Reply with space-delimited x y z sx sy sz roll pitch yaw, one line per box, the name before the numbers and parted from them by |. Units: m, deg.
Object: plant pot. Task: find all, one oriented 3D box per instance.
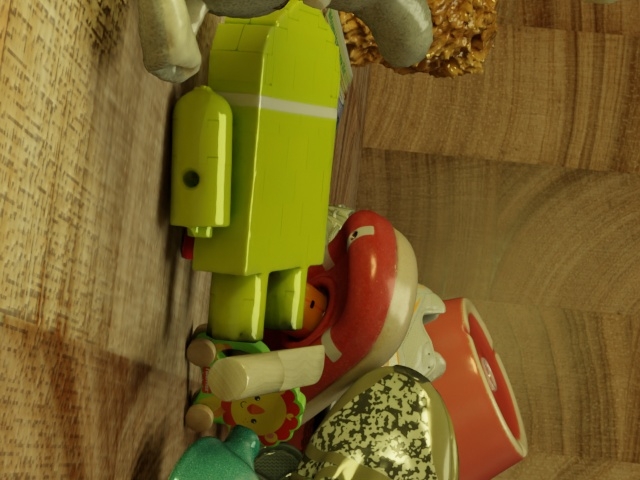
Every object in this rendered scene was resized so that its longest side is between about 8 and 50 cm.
plant pot | 0.089 0.196 1.578 0.275 0.243 0.275 -22 90 -77

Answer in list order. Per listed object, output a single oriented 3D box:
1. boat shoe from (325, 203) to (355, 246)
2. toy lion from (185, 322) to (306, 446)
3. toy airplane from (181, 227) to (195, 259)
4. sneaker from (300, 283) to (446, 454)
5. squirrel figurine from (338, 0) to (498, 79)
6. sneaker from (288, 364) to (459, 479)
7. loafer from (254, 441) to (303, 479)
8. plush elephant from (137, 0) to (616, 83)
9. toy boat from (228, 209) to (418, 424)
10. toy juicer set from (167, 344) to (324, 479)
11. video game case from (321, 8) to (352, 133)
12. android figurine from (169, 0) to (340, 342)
boat shoe | 0.000 0.000 1.512 0.302 0.094 0.109 -93 -171 -73
toy lion | -0.059 0.121 1.118 0.034 0.096 0.100 -75 170 -63
toy airplane | -0.080 -0.046 1.077 0.151 0.028 0.151 8 90 -85
sneaker | 0.062 0.137 1.362 0.099 0.121 0.262 121 -12 -58
squirrel figurine | 0.094 -0.366 1.406 0.370 0.281 0.397 54 40 -74
sneaker | -0.008 0.273 1.104 0.410 0.158 0.182 -62 161 -19
loafer | -0.077 0.314 1.334 0.084 0.096 0.268 -149 -110 -74
plush elephant | 0.012 -0.201 0.764 0.272 0.330 0.255 -78 -165 -45
toy boat | -0.023 0.058 1.258 0.231 0.151 0.151 -40 -148 28
toy juicer set | -0.093 0.191 0.940 0.209 0.089 0.329 56 47 -63
video game case | -0.015 -0.108 1.249 0.212 0.023 0.193 67 37 -72
android figurine | -0.040 -0.065 1.031 0.248 0.056 0.273 -11 105 -70
